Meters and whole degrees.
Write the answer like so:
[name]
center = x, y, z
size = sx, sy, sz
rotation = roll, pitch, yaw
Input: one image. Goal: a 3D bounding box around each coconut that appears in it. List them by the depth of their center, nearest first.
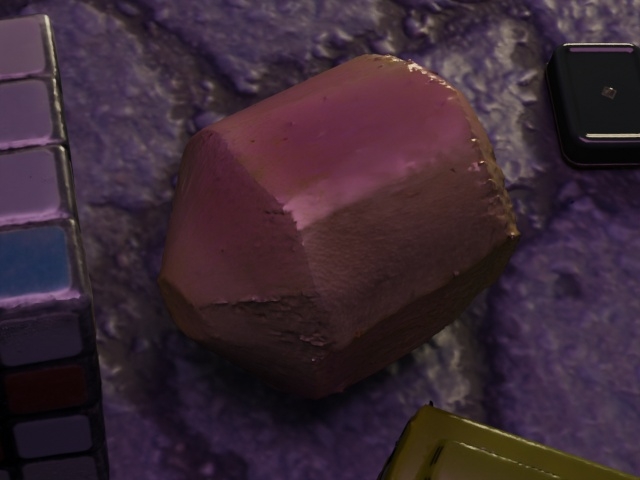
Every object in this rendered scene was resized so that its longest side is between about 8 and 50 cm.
[coconut]
center = 0.000, 0.000, 1.118
size = 0.245, 0.233, 0.233
rotation = -27, 61, -14

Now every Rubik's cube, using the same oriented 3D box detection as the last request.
[Rubik's cube]
center = -0.287, 0.025, 1.050
size = 0.253, 0.256, 0.259
rotation = -6, 57, -9

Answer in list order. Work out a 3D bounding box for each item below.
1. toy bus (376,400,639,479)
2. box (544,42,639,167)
[toy bus]
center = 0.151, 0.216, 1.017
size = 0.262, 0.150, 0.128
rotation = 18, 54, 9
[box]
center = 0.249, -0.121, 1.331
size = 0.091, 0.031, 0.126
rotation = 0, 54, -5
